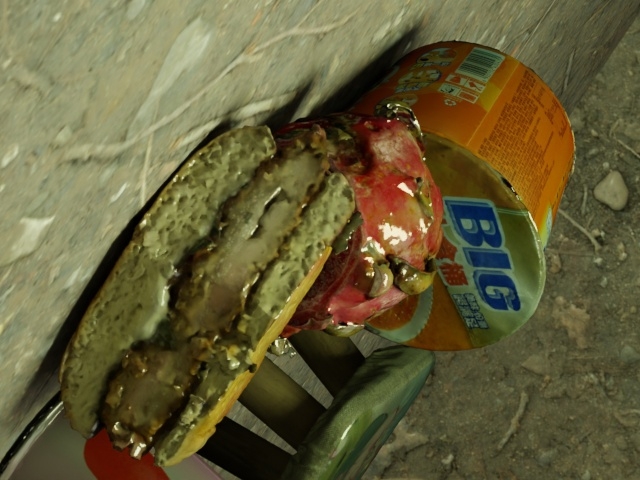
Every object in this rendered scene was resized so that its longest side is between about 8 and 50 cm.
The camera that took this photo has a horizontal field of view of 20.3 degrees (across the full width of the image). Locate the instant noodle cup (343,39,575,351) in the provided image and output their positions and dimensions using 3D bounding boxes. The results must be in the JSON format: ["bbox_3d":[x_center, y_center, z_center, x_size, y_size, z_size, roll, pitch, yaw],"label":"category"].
[{"bbox_3d":[0.128,-0.058,1.853,0.214,0.296,0.296,-54,172,-45],"label":"instant noodle cup"}]

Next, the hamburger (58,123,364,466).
[{"bbox_3d":[-0.097,0.052,1.524,0.282,0.155,0.245,-52,173,-32],"label":"hamburger"}]

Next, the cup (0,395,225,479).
[{"bbox_3d":[-0.145,0.276,1.648,0.203,0.288,0.203,-52,170,-13],"label":"cup"}]

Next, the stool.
[{"bbox_3d":[-0.059,0.208,1.978,0.310,0.226,0.310,-57,168,22],"label":"stool"}]

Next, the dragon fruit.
[{"bbox_3d":[0.000,0.000,1.639,0.282,0.211,0.147,-60,164,17],"label":"dragon fruit"}]
